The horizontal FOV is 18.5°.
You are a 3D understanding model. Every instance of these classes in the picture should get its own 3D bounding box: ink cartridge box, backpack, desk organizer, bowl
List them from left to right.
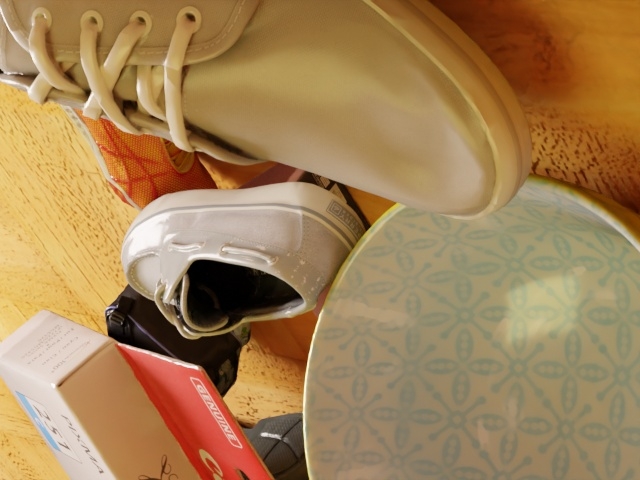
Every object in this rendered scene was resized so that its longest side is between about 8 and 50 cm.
[{"bbox_3d":[-0.105,0.078,1.485,0.105,0.084,0.114,37,153,13],"label":"backpack"},{"bbox_3d":[-0.102,0.200,1.470,0.261,0.066,0.296,13,138,58],"label":"ink cartridge box"},{"bbox_3d":[0.000,0.000,1.288,0.050,0.047,0.130,10,143,44],"label":"desk organizer"},{"bbox_3d":[0.146,0.104,1.135,0.289,0.289,0.156,7,-175,43],"label":"bowl"}]

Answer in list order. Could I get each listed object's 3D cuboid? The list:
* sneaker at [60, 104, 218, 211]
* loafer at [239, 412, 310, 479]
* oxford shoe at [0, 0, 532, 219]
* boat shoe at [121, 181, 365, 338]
[{"bbox_3d":[-0.115,-0.072,1.290,0.067,0.064,0.175,-6,135,39],"label":"sneaker"},{"bbox_3d":[-0.066,0.200,1.636,0.084,0.096,0.267,43,151,-27],"label":"loafer"},{"bbox_3d":[-0.091,-0.112,1.095,0.449,0.130,0.169,27,143,20],"label":"oxford shoe"},{"bbox_3d":[-0.067,0.018,1.244,0.079,0.081,0.227,47,148,-23],"label":"boat shoe"}]
